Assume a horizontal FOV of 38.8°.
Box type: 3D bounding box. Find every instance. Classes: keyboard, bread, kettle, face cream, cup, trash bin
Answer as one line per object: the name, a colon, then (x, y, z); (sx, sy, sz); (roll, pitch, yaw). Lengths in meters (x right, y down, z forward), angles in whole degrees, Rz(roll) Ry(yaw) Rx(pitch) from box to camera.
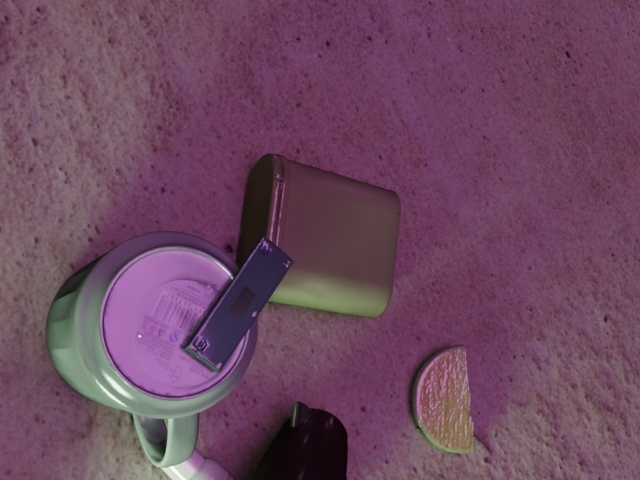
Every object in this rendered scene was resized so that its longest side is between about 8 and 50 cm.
keyboard: (-0.100, 0.078, 1.140); (0.055, 0.014, 0.176); (39, 69, -15)
bread: (0.210, 0.285, 1.605); (0.112, 0.036, 0.193); (-5, 88, -21)
kettle: (-0.015, 0.380, 1.394); (0.202, 0.144, 0.232); (61, 27, -21)
face cream: (-0.141, 0.413, 1.397); (0.269, 0.082, 0.082); (49, 66, -10)
cup: (-0.232, 0.160, 1.258); (0.237, 0.327, 0.323); (-13, 89, -26)
trash bin: (0.000, 0.000, 1.507); (0.247, 0.121, 0.243); (14, 76, -25)
